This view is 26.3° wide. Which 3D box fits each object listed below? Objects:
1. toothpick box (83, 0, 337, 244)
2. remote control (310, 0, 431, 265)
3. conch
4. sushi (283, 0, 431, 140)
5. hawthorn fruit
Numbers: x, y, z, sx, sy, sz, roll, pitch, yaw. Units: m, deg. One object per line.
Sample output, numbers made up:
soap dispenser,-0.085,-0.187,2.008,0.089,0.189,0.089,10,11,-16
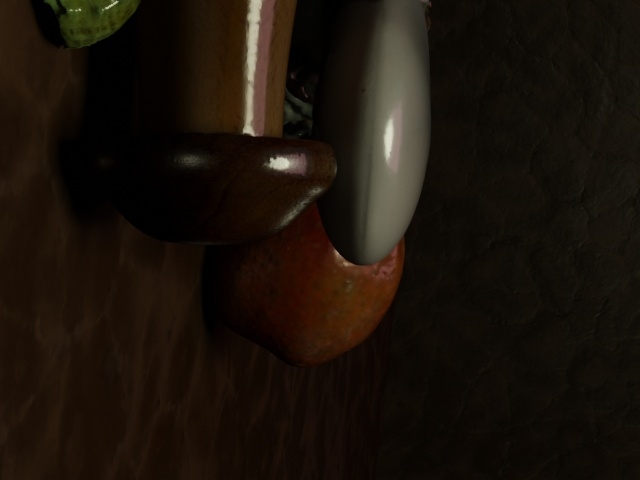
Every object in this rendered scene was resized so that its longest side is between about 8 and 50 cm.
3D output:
toothpick box,-0.083,-0.143,1.045,0.192,0.192,0.294,9,80,-80
remote control,0.046,-0.118,1.205,0.332,0.103,0.221,-81,177,-58
conch,-0.162,-0.176,0.943,0.089,0.074,0.121,-41,164,-36
sushi,0.018,-0.282,1.512,0.417,0.176,0.417,8,90,-77
hawthorn fruit,0.000,0.000,1.451,0.210,0.210,0.262,-70,-175,-53
